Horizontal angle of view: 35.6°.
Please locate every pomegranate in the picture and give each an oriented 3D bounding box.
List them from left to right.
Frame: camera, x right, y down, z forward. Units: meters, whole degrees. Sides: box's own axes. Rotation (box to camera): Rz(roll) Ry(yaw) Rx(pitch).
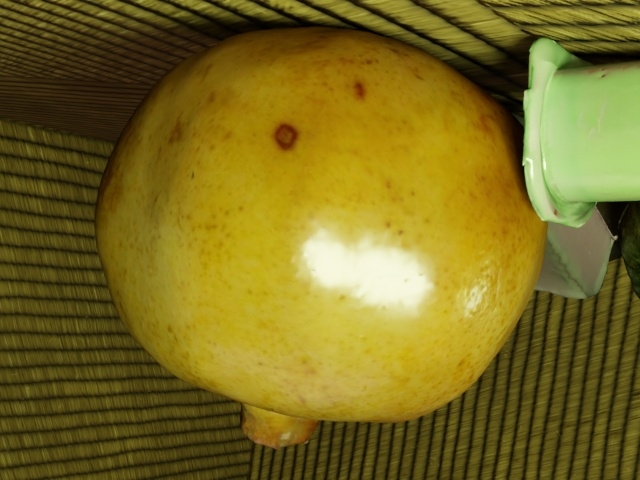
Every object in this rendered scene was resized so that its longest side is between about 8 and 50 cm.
[{"bbox_3d":[0.000,0.000,0.926,0.417,0.416,0.416,9,180,0],"label":"pomegranate"}]

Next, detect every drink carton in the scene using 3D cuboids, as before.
[{"bbox_3d":[0.253,-0.083,0.780,0.142,0.144,0.146,2,177,36],"label":"drink carton"}]

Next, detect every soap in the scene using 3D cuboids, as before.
[{"bbox_3d":[0.184,-0.050,1.222,0.285,0.107,0.296,17,163,36],"label":"soap"}]

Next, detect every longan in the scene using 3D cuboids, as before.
[{"bbox_3d":[0.488,-0.043,1.777,0.189,0.189,0.189,9,180,0],"label":"longan"}]

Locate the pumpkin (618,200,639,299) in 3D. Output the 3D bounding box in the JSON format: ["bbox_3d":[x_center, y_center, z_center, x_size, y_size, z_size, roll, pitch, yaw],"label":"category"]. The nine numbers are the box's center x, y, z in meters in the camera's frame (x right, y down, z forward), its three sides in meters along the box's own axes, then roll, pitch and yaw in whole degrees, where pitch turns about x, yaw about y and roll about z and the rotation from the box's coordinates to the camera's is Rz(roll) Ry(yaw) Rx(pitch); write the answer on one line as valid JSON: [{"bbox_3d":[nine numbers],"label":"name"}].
[{"bbox_3d":[0.581,0.008,1.491,0.189,0.260,0.260,-40,-152,-27],"label":"pumpkin"}]
